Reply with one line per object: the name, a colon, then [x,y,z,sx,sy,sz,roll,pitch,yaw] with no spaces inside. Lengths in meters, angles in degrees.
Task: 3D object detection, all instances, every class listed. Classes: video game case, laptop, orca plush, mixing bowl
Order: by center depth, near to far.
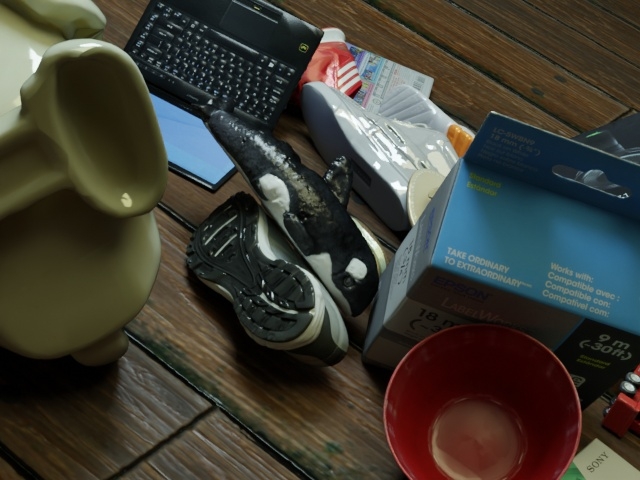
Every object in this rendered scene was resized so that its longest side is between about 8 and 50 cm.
mixing bowl: [0.152,0.181,1.126,0.181,0.098,0.181,-2,64,4]
orca plush: [-0.014,-0.059,1.278,0.102,0.151,0.287,-36,68,-4]
laptop: [-0.161,-0.219,1.502,0.234,0.264,0.136,28,-3,7]
video game case: [0.065,-0.227,1.754,0.193,0.023,0.212,22,34,-1]

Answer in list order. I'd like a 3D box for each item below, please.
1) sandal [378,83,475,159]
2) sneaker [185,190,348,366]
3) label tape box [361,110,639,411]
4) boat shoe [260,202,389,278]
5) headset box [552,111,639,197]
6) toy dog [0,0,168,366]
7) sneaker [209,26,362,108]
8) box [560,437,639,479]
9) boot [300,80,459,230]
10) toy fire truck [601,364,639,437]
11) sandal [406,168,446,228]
sandal: [0.177,-0.115,1.587,0.076,0.102,0.265,14,34,-47]
sneaker: [-0.058,0.045,1.247,0.108,0.100,0.271,44,5,-41]
label tape box: [0.203,0.046,1.155,0.240,0.334,0.106,18,57,-6]
boat shoe: [0.000,0.000,1.365,0.072,0.068,0.190,-21,42,-32]
headset box: [0.364,-0.041,1.416,0.246,0.131,0.283,-20,20,9]
toy dog: [-0.280,-0.115,1.080,0.395,0.284,0.408,51,6,-45]
sneaker: [-0.041,-0.212,1.609,0.221,0.087,0.128,-20,67,-18]
box: [0.317,0.338,1.066,0.322,0.058,0.232,37,35,23]
boot: [0.086,-0.124,1.537,0.123,0.095,0.258,-23,60,-27]
toy fire truck: [0.387,0.203,1.309,0.135,0.047,0.192,34,34,16]
sandal: [0.160,-0.003,1.368,0.088,0.079,0.240,9,56,-19]
